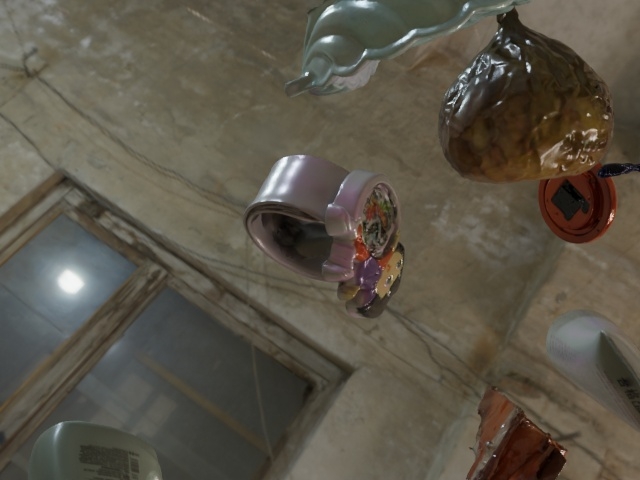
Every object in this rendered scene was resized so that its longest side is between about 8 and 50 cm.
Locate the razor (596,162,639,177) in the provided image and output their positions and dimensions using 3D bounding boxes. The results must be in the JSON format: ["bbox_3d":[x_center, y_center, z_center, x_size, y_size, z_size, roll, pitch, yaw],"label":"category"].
[{"bbox_3d":[0.474,-0.104,0.925,0.028,0.154,0.044,-110,-155,-48],"label":"razor"}]

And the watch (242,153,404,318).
[{"bbox_3d":[0.000,0.000,0.978,0.231,0.196,0.244,5,-36,31],"label":"watch"}]

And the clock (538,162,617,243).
[{"bbox_3d":[0.566,-0.093,1.377,0.205,0.051,0.205,36,-49,57],"label":"clock"}]

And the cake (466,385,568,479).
[{"bbox_3d":[0.241,0.266,0.795,0.098,0.135,0.287,28,6,14],"label":"cake"}]

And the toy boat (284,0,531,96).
[{"bbox_3d":[0.080,-0.241,0.676,0.290,0.199,0.100,-16,-78,38],"label":"toy boat"}]

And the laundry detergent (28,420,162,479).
[{"bbox_3d":[-0.367,0.523,1.059,0.264,0.124,0.398,36,21,-43],"label":"laundry detergent"}]

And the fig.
[{"bbox_3d":[0.333,-0.273,1.019,0.286,0.286,0.369,10,-66,42],"label":"fig"}]

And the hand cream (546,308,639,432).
[{"bbox_3d":[0.406,0.174,0.865,0.186,0.118,0.358,59,9,4],"label":"hand cream"}]
